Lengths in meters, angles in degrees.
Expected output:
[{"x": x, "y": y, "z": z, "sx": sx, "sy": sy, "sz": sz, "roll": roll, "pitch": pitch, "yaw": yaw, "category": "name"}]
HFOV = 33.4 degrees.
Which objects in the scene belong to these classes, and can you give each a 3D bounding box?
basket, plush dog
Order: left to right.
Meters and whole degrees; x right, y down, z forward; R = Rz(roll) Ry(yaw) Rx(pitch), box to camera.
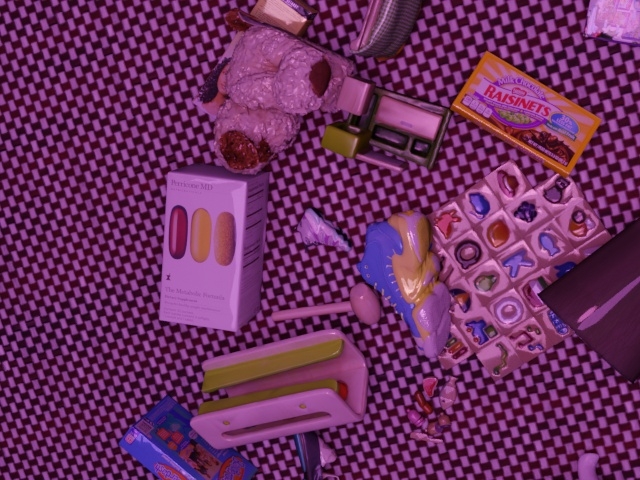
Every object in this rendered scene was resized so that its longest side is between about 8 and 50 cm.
[{"x": -0.089, "y": -0.204, "z": 1.594, "sx": 0.210, "sy": 0.262, "sz": 0.225, "roll": 27, "pitch": 102, "yaw": 8, "category": "plush dog"}, {"x": 0.470, "y": 0.065, "z": 1.576, "sx": 0.204, "sy": 0.154, "sz": 0.227, "roll": 39, "pitch": 99, "yaw": -16, "category": "basket"}]

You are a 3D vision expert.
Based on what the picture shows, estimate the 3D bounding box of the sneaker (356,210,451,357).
[{"x": 0.131, "y": 0.070, "z": 1.701, "sx": 0.126, "sy": 0.091, "sz": 0.240, "roll": -3, "pitch": 101, "yaw": 33, "category": "sneaker"}]

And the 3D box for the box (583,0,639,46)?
[{"x": 0.504, "y": -0.421, "z": 1.524, "sx": 0.200, "sy": 0.057, "sz": 0.293, "roll": 12, "pitch": 103, "yaw": 12, "category": "box"}]

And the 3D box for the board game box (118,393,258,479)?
[{"x": -0.220, "y": 0.367, "z": 1.806, "sx": 0.210, "sy": 0.160, "sz": 0.047, "roll": 39, "pitch": 108, "yaw": 5, "category": "board game box"}]

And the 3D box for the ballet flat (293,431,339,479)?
[{"x": -0.005, "y": 0.393, "z": 1.812, "sx": 0.074, "sy": 0.074, "sz": 0.203, "roll": -7, "pitch": 93, "yaw": 15, "category": "ballet flat"}]

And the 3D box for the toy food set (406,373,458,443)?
[{"x": 0.182, "y": 0.277, "z": 1.762, "sx": 0.078, "sy": 0.019, "sz": 0.122, "roll": 9, "pitch": 103, "yaw": 12, "category": "toy food set"}]

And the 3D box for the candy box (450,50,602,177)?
[{"x": 0.311, "y": -0.192, "z": 1.613, "sx": 0.206, "sy": 0.027, "sz": 0.105, "roll": 32, "pitch": 78, "yaw": 5, "category": "candy box"}]

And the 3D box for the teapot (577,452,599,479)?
[{"x": 0.359, "y": 0.501, "z": 1.680, "sx": 0.256, "sy": 0.187, "sz": 0.253, "roll": -15, "pitch": 123, "yaw": -21, "category": "teapot"}]

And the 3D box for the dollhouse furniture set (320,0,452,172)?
[{"x": 0.133, "y": -0.262, "z": 1.574, "sx": 0.151, "sy": 0.197, "sz": 0.302, "roll": 21, "pitch": 105, "yaw": 10, "category": "dollhouse furniture set"}]

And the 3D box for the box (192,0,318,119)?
[{"x": -0.104, "y": -0.291, "z": 1.700, "sx": 0.087, "sy": 0.058, "sz": 0.232, "roll": 36, "pitch": 106, "yaw": 4, "category": "box"}]

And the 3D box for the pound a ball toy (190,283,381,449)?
[{"x": -0.038, "y": 0.217, "z": 1.752, "sx": 0.319, "sy": 0.208, "sz": 0.136, "roll": -17, "pitch": 134, "yaw": 25, "category": "pound a ball toy"}]

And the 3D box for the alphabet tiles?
[{"x": 0.291, "y": 0.050, "z": 1.696, "sx": 0.342, "sy": 0.011, "sz": 0.285, "roll": -35, "pitch": 91, "yaw": 18, "category": "alphabet tiles"}]

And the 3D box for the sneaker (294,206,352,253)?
[{"x": 0.000, "y": 0.000, "z": 1.745, "sx": 0.098, "sy": 0.038, "sz": 0.069, "roll": 44, "pitch": 109, "yaw": 12, "category": "sneaker"}]

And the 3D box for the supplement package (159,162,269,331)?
[{"x": -0.172, "y": 0.006, "z": 1.735, "sx": 0.139, "sy": 0.134, "sz": 0.244, "roll": 7, "pitch": 102, "yaw": 12, "category": "supplement package"}]
